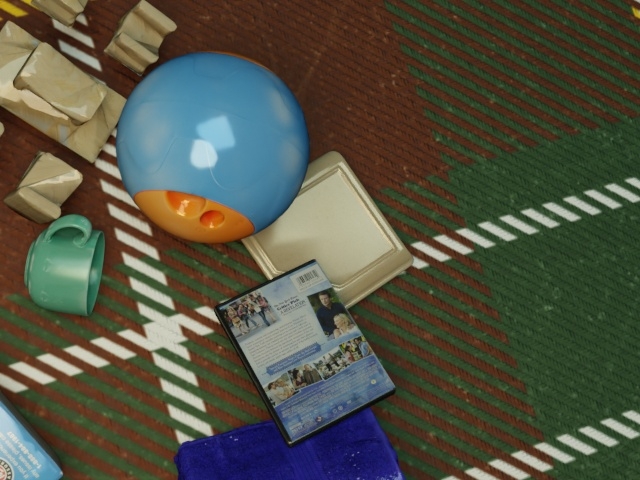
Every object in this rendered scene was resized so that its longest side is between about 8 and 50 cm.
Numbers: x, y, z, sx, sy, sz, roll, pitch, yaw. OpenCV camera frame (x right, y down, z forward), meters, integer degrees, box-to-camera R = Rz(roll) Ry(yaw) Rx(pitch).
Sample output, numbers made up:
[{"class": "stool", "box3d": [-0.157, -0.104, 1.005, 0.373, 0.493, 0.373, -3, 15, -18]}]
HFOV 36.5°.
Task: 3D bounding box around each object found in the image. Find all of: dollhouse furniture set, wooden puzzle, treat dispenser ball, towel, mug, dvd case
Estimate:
[{"class": "dollhouse furniture set", "box3d": [-0.500, -0.272, 1.499, 0.394, 0.256, 0.362, 34, 73, -23]}, {"class": "wooden puzzle", "box3d": [0.000, 0.000, 1.579, 0.221, 0.044, 0.239, -33, 80, -15]}, {"class": "treat dispenser ball", "box3d": [-0.160, -0.138, 1.451, 0.288, 0.288, 0.288, 2, 76, -10]}, {"class": "towel", "box3d": [-0.049, 0.328, 1.401, 0.308, 0.228, 0.076, -17, 119, -13]}, {"class": "mug", "box3d": [-0.382, 0.029, 1.448, 0.097, 0.129, 0.158, 8, 99, -4]}, {"class": "dvd case", "box3d": [-0.027, 0.163, 1.457, 0.180, 0.022, 0.253, -25, 63, -14]}]

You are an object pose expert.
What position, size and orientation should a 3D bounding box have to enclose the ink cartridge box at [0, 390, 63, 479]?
[{"class": "ink cartridge box", "box3d": [-0.591, 0.336, 1.301, 0.395, 0.166, 0.285, -41, 98, -16]}]
